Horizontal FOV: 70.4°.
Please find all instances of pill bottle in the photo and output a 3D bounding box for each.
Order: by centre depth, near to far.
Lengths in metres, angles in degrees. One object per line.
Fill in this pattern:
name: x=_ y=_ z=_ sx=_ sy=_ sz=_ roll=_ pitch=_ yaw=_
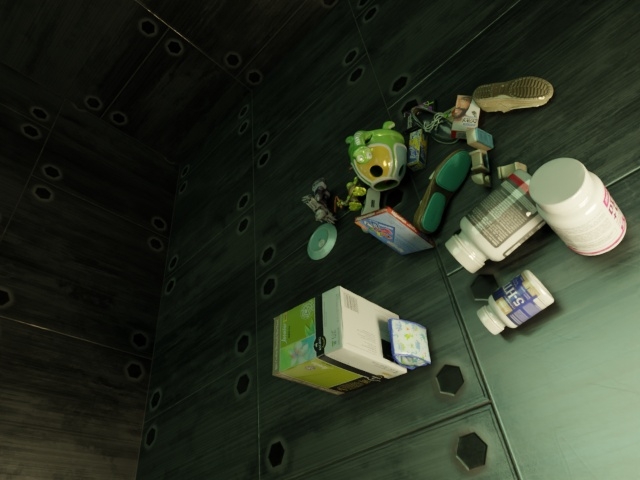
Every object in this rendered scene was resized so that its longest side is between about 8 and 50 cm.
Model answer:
pill bottle: x=0.668 y=-0.085 z=1.184 sx=0.160 sy=0.283 sz=0.160 roll=-28 pitch=47 yaw=35
pill bottle: x=0.546 y=0.181 z=1.288 sx=0.186 sy=0.112 sz=0.112 roll=-43 pitch=39 yaw=21
pill bottle: x=0.546 y=-0.049 z=1.392 sx=0.318 sy=0.176 sz=0.176 roll=-45 pitch=39 yaw=18

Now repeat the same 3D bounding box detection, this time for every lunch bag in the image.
lunch bag: x=0.274 y=0.331 z=1.465 sx=0.096 sy=0.151 sz=0.129 roll=-30 pitch=46 yaw=33

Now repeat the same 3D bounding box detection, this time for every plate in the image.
plate: x=0.000 y=0.000 z=2.120 sx=0.188 sy=0.024 sz=0.188 roll=-29 pitch=45 yaw=34

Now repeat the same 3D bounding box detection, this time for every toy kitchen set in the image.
toy kitchen set: x=0.615 y=-0.294 z=1.562 sx=0.166 sy=0.122 sz=0.207 roll=-14 pitch=76 yaw=44

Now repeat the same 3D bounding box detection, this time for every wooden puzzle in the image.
wooden puzzle: x=0.532 y=-0.510 z=1.863 sx=0.116 sy=0.014 sz=0.079 roll=-30 pitch=46 yaw=33

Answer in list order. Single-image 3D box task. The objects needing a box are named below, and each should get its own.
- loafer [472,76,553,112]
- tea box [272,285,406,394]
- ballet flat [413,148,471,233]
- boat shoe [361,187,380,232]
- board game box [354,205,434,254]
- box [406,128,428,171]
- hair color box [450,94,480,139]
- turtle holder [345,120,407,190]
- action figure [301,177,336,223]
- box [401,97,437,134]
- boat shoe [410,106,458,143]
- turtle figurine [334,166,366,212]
loafer: x=0.688 y=-0.516 z=1.626 sx=0.268 sy=0.092 sz=0.102 roll=11 pitch=75 yaw=35
tea box: x=0.060 y=0.355 z=1.548 sx=0.323 sy=0.329 sz=0.220 roll=-31 pitch=45 yaw=32
ballet flat: x=0.437 y=-0.183 z=1.689 sx=0.343 sy=0.116 sz=0.124 roll=-66 pitch=18 yaw=-2
boat shoe: x=0.212 y=-0.119 z=1.921 sx=0.070 sy=0.077 sz=0.219 roll=101 pitch=-177 yaw=-61
board game box: x=0.267 y=-0.029 z=1.612 sx=0.145 sy=0.281 sz=0.027 roll=-18 pitch=52 yaw=41
box: x=0.403 y=-0.375 z=1.885 sx=0.059 sy=0.054 sz=0.169 roll=-15 pitch=55 yaw=43
hair color box: x=0.558 y=-0.472 z=1.740 sx=0.093 sy=0.053 sz=0.167 roll=9 pitch=68 yaw=15
turtle holder: x=0.241 y=-0.340 z=1.851 sx=0.243 sy=0.320 sz=0.228 roll=-11 pitch=76 yaw=1
action figure: x=0.000 y=-0.170 z=2.119 sx=0.099 sy=0.185 sz=0.285 roll=-29 pitch=29 yaw=22
box: x=0.432 y=-0.541 z=1.987 sx=0.162 sy=0.029 sz=0.116 roll=-18 pitch=53 yaw=42
boat shoe: x=0.463 y=-0.475 z=1.840 sx=0.095 sy=0.079 sz=0.254 roll=-49 pitch=49 yaw=16
turtle figurine: x=0.147 y=-0.207 z=2.034 sx=0.270 sy=0.087 sz=0.217 roll=-60 pitch=17 yaw=20
